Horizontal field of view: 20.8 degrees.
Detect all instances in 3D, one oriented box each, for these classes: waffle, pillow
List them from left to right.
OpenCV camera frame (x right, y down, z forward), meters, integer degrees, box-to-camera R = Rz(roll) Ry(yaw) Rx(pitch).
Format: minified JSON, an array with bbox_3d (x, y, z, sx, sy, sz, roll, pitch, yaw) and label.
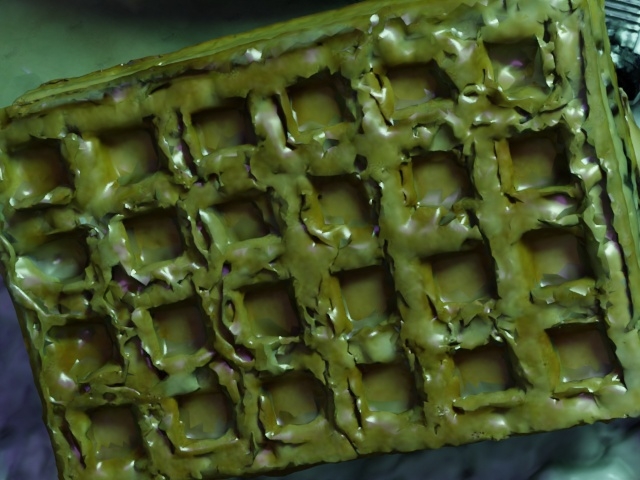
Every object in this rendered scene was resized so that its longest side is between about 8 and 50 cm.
[{"bbox_3d":[-0.136,-0.113,0.972,0.302,0.075,0.185,25,70,9],"label":"pillow"},{"bbox_3d":[0.000,0.000,0.836,0.308,0.091,0.213,-11,99,16],"label":"waffle"}]

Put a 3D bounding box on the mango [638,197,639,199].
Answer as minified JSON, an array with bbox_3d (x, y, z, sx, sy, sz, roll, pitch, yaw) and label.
[{"bbox_3d":[0.242,0.039,0.872,0.157,0.109,0.262,-20,71,13],"label":"mango"}]

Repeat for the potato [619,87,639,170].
[{"bbox_3d":[0.078,-0.038,0.913,0.178,0.118,0.109,-22,34,9],"label":"potato"}]

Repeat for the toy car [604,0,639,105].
[{"bbox_3d":[0.125,-0.125,0.962,0.171,0.070,0.080,15,71,11],"label":"toy car"}]
